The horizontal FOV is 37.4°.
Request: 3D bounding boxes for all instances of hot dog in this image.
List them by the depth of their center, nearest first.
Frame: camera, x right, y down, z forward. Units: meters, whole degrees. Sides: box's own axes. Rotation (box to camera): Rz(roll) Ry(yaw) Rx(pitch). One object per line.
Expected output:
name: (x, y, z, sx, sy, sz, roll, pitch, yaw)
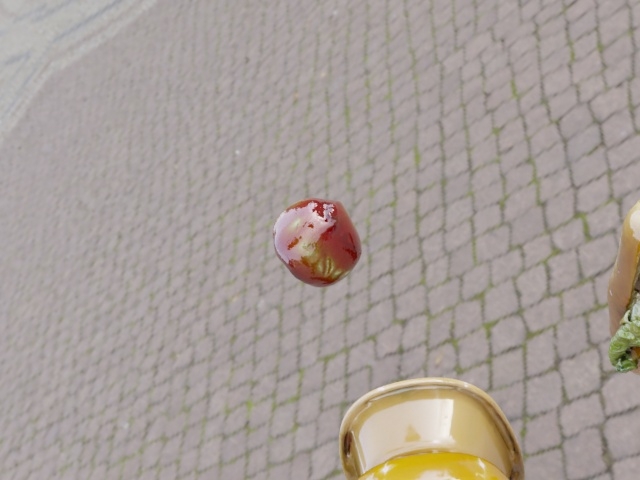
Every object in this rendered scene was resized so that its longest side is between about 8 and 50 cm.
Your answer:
hot dog: (0.360, 0.068, 0.967, 0.135, 0.337, 0.100, 16, 65, 19)

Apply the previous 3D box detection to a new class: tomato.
tomato: (0.000, 0.000, 0.879, 0.075, 0.087, 0.087, -37, 31, 15)

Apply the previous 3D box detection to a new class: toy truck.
toy truck: (0.122, 0.308, 0.965, 0.204, 0.288, 0.211, -12, 31, 12)
